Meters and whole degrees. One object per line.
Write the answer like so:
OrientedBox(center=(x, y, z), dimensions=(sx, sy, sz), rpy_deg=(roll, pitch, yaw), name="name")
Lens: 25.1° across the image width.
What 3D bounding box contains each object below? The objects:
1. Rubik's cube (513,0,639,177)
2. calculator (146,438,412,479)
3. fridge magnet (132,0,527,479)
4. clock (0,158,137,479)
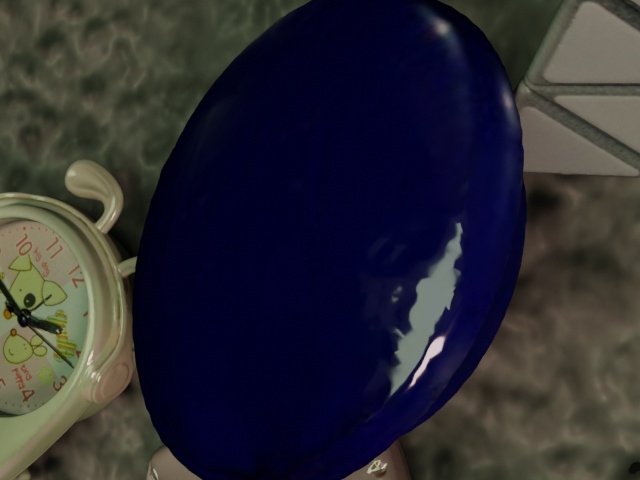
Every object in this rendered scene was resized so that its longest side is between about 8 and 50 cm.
OrientedBox(center=(0.204, -0.129, 0.648), dimensions=(0.229, 0.233, 0.228), rpy_deg=(-19, 29, -11), name="Rubik's cube")
OrientedBox(center=(-0.025, 0.133, 0.802), dimensions=(0.175, 0.032, 0.100), rpy_deg=(-32, 72, 20), name="calculator")
OrientedBox(center=(0.000, 0.000, 0.723), dimensions=(0.265, 0.113, 0.265), rpy_deg=(-27, 52, 41), name="fridge magnet")
OrientedBox(center=(-0.172, 0.047, 0.869), dimensions=(0.191, 0.062, 0.151), rpy_deg=(-37, 70, 19), name="clock")
